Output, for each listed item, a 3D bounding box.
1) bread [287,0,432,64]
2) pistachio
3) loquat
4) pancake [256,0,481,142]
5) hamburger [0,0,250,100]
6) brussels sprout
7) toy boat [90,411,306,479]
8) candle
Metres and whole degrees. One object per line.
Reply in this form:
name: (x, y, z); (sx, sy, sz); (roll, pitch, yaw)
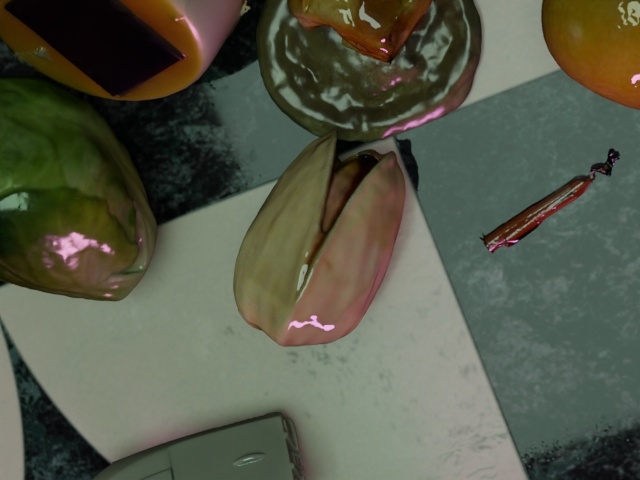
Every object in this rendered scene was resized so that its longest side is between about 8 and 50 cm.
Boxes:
bread: (0.093, -0.340, 1.612); (0.148, 0.195, 0.344); (33, 93, 0)
pistachio: (0.000, 0.000, 1.731); (0.157, 0.157, 0.230); (24, 92, 7)
loquat: (0.313, -0.226, 1.597); (0.208, 0.208, 0.208); (2, 101, 11)
pancake: (0.048, -0.208, 1.738); (0.236, 0.042, 0.223); (17, 98, 6)
hamburger: (-0.201, -0.277, 1.676); (0.276, 0.179, 0.294); (38, 142, -24)
brussels sprout: (-0.294, -0.048, 1.750); (0.271, 0.210, 0.219); (36, 141, -27)
toy boat: (-0.141, 0.286, 1.829); (0.269, 0.141, 0.141); (-25, 94, 14)
candle: (0.242, -0.038, 1.740); (0.167, 0.021, 0.026); (-35, 72, 16)
